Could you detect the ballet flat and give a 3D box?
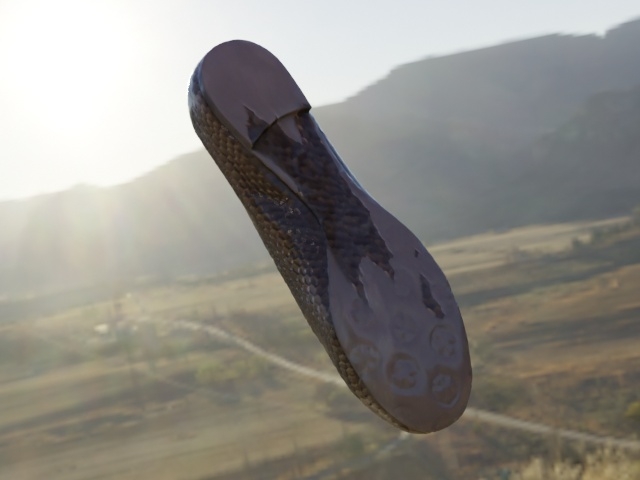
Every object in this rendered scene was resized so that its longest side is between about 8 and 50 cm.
[{"bbox_3d":[0.000,0.000,0.669,0.084,0.250,0.058,-31,-5,-31],"label":"ballet flat"}]
